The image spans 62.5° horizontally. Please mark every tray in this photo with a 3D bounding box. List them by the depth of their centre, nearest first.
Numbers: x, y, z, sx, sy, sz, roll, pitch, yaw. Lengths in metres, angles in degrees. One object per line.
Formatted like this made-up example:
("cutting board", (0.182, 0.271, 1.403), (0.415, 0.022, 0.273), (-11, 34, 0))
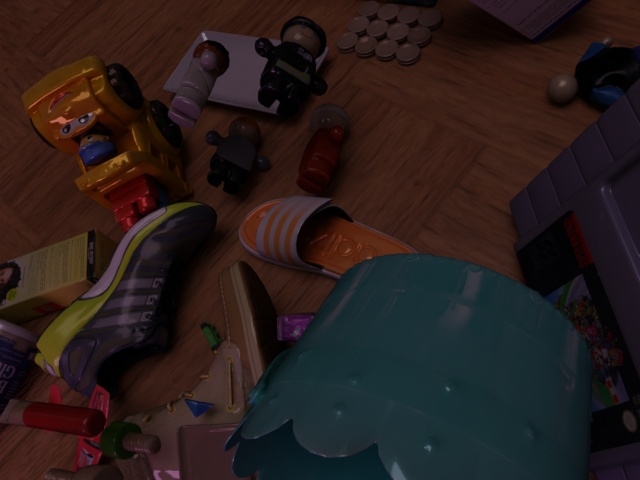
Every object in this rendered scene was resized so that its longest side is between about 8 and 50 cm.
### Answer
("tray", (-0.126, -0.278, 0.884), (0.271, 0.030, 0.145), (18, 71, 26))

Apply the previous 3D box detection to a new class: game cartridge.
("game cartridge", (0.285, 0.056, 0.460), (0.068, 0.230, 0.354), (7, 58, -21))

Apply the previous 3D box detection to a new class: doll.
("doll", (0.386, -0.209, 0.662), (0.189, 0.046, 0.129), (-8, 60, 15))

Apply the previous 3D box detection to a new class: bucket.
("bucket", (0.082, 0.157, 0.435), (0.281, 0.281, 0.183), (12, 50, 24))

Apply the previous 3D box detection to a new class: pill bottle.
("pill bottle", (-0.459, 0.190, 0.710), (0.094, 0.094, 0.169), (12, 68, 24))

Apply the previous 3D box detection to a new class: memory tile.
("memory tile", (0.108, -0.334, 0.844), (0.148, 0.012, 0.113), (23, 72, 27))

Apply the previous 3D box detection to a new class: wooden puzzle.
("wooden puzzle", (-0.106, 0.219, 0.529), (0.079, 0.014, 0.116), (1, 88, 8))

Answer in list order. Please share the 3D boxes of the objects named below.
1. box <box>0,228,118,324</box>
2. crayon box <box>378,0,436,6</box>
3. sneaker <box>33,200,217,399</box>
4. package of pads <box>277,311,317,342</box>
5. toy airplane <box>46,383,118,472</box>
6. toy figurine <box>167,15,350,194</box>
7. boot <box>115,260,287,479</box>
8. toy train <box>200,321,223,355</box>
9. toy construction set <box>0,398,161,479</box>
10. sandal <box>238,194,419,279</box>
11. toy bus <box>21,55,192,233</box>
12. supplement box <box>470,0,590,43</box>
("box", (-0.419, 0.064, 0.785), (0.233, 0.058, 0.087), (-20, 59, 7))
("crayon box", (0.059, -0.484, 0.850), (0.279, 0.165, 0.081), (20, 71, 27))
("sneaker", (-0.229, 0.080, 0.698), (0.121, 0.111, 0.299), (35, 84, 20))
("package of pads", (-0.012, 0.100, 0.612), (0.050, 0.083, 0.031), (-2, 84, 18))
("toy airplane", (-0.296, 0.232, 0.645), (0.151, 0.028, 0.151), (2, 98, 16))
("toy figurine", (-0.076, -0.175, 0.709), (0.210, 0.213, 0.148), (-1, 54, 21))
("boot", (-0.136, 0.169, 0.597), (0.204, 0.095, 0.261), (-17, 78, 12))
("toy train", (-0.131, 0.135, 0.669), (0.017, 0.023, 0.083), (-38, 58, -3))
("toy construction set", (-0.286, 0.305, 0.493), (0.237, 0.257, 0.308), (-4, 78, 30))
("sandal", (0.005, -0.009, 0.668), (0.266, 0.076, 0.101), (17, 70, 26))
("toy bus", (-0.287, -0.110, 0.746), (0.150, 0.220, 0.211), (-25, 64, 8))
("supplement box", (0.245, -0.379, 0.692), (0.220, 0.114, 0.111), (18, 63, -22))
